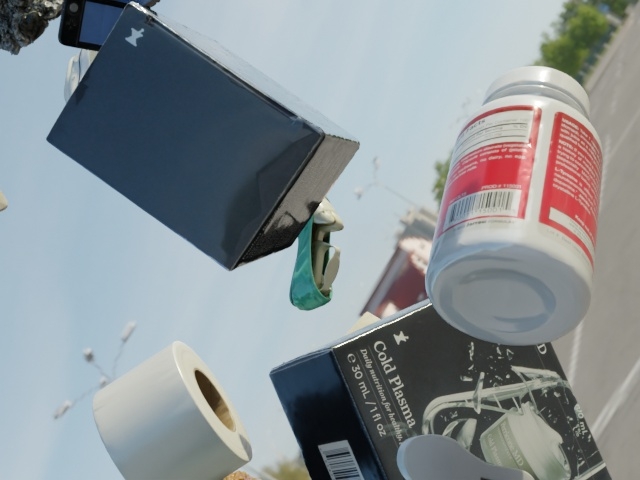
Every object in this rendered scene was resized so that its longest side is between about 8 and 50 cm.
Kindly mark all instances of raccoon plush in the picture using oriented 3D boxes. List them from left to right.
[{"bbox_3d":[-0.701,-0.512,1.910,0.446,0.299,0.216,-22,40,32],"label":"raccoon plush"}]

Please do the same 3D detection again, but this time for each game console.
[{"bbox_3d":[-0.304,-0.339,1.452,0.144,0.085,0.124,1,-74,-44],"label":"game console"}]

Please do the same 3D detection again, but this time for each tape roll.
[{"bbox_3d":[-0.250,0.317,1.657,0.169,0.246,0.246,-33,-7,2],"label":"tape roll"}]

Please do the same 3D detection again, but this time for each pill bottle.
[{"bbox_3d":[0.300,-0.066,1.444,0.229,0.229,0.408,113,177,-51],"label":"pill bottle"}]

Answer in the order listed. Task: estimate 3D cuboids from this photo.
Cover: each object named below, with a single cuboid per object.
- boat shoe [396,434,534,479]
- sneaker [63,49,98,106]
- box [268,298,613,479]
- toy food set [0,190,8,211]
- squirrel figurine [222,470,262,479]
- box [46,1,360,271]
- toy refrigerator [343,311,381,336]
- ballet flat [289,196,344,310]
[{"bbox_3d":[0.210,0.359,1.475,0.088,0.267,0.096,-18,58,54],"label":"boat shoe"},{"bbox_3d":[-0.427,-0.245,1.785,0.091,0.094,0.258,-25,53,41],"label":"sneaker"},{"bbox_3d":[0.233,0.367,1.901,0.471,0.480,0.297,-21,-5,-32],"label":"box"},{"bbox_3d":[-0.674,-0.058,1.756,0.092,0.220,0.306,-24,-17,-47],"label":"toy food set"},{"bbox_3d":[-0.239,0.557,1.871,0.370,0.281,0.397,-15,20,33],"label":"squirrel figurine"},{"bbox_3d":[-0.138,-0.139,1.355,0.212,0.293,0.395,-55,-6,8],"label":"box"},{"bbox_3d":[0.184,0.283,2.227,0.102,0.269,0.094,-46,-35,-21],"label":"toy refrigerator"},{"bbox_3d":[0.000,0.000,1.688,0.083,0.087,0.247,24,-114,-57],"label":"ballet flat"}]
